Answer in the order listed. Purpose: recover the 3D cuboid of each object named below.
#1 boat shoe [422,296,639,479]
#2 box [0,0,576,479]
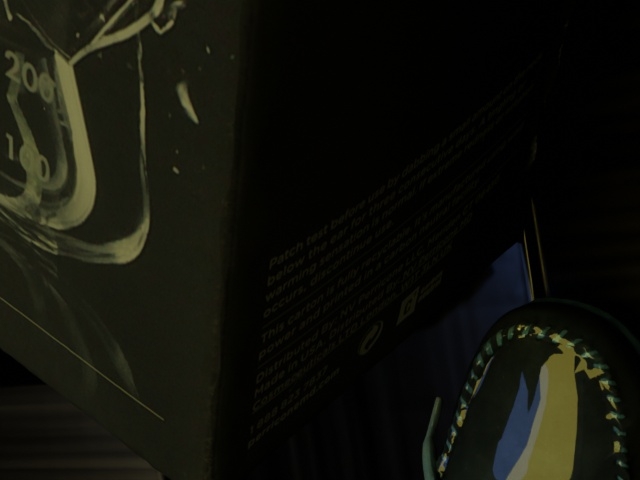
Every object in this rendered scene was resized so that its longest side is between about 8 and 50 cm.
[{"bbox_3d":[0.072,0.152,0.499,0.109,0.089,0.258,7,102,34],"label":"boat shoe"},{"bbox_3d":[-0.092,-0.155,0.442,0.343,0.179,0.312,32,136,25],"label":"box"}]
